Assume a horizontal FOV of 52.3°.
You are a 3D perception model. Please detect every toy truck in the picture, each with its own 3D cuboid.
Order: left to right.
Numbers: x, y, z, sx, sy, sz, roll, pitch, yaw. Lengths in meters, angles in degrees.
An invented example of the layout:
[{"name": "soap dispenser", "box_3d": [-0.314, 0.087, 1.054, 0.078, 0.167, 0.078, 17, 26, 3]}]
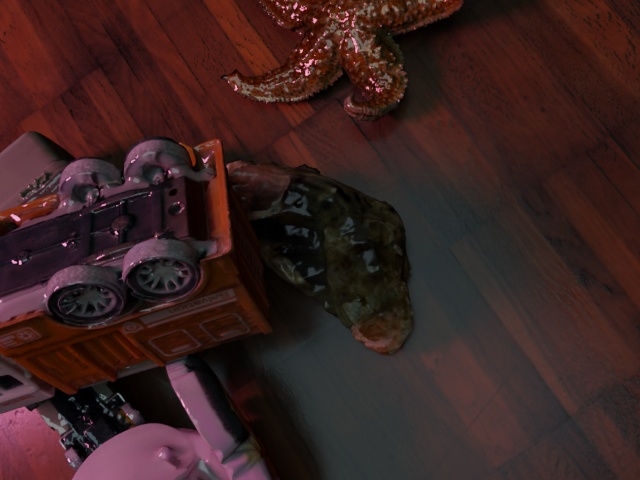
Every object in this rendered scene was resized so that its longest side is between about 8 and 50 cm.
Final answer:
[{"name": "toy truck", "box_3d": [-0.305, 0.189, 0.807, 0.098, 0.114, 0.227, -39, 76, -22]}, {"name": "toy truck", "box_3d": [-0.251, 0.057, 0.677, 0.388, 0.207, 0.173, -18, 49, 5]}]

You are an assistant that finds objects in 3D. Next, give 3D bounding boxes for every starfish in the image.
[{"name": "starfish", "box_3d": [0.022, -0.303, 0.853, 0.303, 0.113, 0.311, 27, 87, 12]}]

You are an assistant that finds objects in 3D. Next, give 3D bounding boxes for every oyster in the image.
[{"name": "oyster", "box_3d": [-0.003, 0.005, 0.773, 0.295, 0.094, 0.166, 28, 92, 0]}]

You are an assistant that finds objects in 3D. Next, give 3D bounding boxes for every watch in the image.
[{"name": "watch", "box_3d": [-0.167, 0.274, 0.711, 0.231, 0.196, 0.244, -28, 118, -6]}]

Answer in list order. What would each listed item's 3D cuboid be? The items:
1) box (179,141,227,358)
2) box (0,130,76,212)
[{"name": "box", "box_3d": [-0.168, 0.012, 0.842, 0.152, 0.070, 0.237, 26, 86, 11]}, {"name": "box", "box_3d": [-0.379, -0.025, 0.842, 0.210, 0.148, 0.129, -42, 69, -3]}]
